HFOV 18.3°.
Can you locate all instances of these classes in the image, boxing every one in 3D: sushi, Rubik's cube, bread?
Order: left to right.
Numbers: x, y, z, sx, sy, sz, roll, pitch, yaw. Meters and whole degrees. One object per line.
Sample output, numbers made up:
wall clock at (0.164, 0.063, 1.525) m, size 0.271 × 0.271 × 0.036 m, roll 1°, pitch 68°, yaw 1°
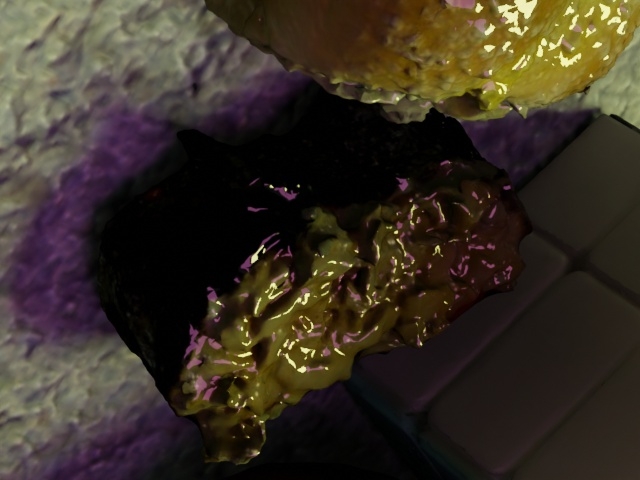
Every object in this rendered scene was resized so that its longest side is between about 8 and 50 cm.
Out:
sushi at (0.000, 0.000, 0.983) m, size 0.212 × 0.115 × 0.147 m, roll -24°, pitch 131°, yaw -23°
bread at (0.072, -0.158, 0.890) m, size 0.195 × 0.176 × 0.246 m, roll 0°, pitch 119°, yaw -35°
Rubik's cube at (0.187, 0.104, 1.122) m, size 0.221 × 0.224 × 0.231 m, roll -44°, pitch 135°, yaw -8°

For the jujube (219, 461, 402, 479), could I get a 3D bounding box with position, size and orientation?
jujube at (0.027, 0.290, 1.104) m, size 0.276 × 0.276 × 0.377 m, roll -42°, pitch 128°, yaw -8°
